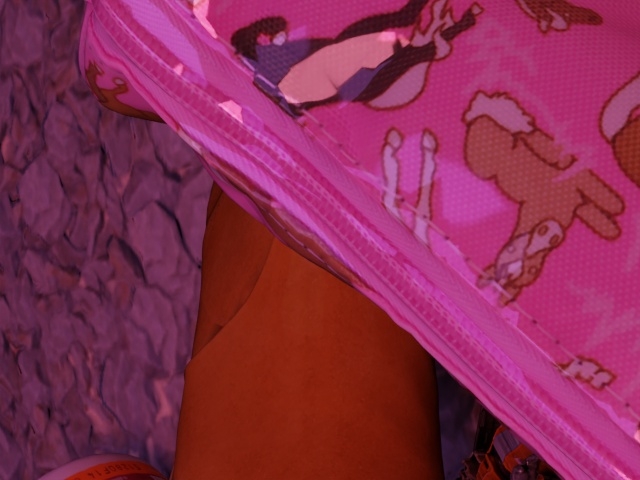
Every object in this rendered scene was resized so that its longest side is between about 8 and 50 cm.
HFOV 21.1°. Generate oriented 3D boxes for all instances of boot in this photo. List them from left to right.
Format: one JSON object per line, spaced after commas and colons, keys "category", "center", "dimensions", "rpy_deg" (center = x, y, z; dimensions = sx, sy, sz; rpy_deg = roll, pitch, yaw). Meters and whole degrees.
{"category": "boot", "center": [0.001, 0.000, 0.673], "dimensions": [0.295, 0.104, 0.211], "rpy_deg": [-109, 26, -64]}

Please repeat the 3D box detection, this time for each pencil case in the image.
{"category": "pencil case", "center": [0.094, 0.004, 0.513], "dimensions": [0.386, 0.167, 0.160], "rpy_deg": [44, 95, 19]}

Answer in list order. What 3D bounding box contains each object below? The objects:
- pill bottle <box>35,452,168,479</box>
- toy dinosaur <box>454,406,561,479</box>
{"category": "pill bottle", "center": [-0.066, 0.211, 0.845], "dimensions": [0.221, 0.121, 0.121], "rpy_deg": [37, 123, 38]}
{"category": "toy dinosaur", "center": [0.110, 0.163, 0.656], "dimensions": [0.218, 0.164, 0.322], "rpy_deg": [-144, 39, -61]}
